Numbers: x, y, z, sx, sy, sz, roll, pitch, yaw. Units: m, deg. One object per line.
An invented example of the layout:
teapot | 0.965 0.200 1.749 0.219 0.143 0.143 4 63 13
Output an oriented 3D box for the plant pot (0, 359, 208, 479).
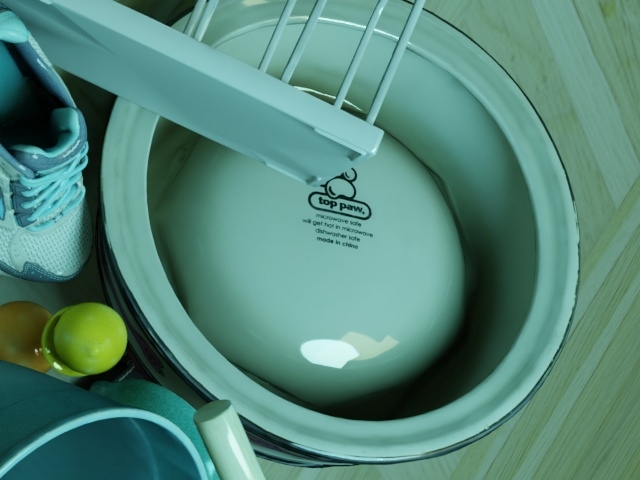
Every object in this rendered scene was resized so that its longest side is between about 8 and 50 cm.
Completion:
plant pot | -0.259 0.194 1.165 0.272 0.255 0.271 -31 131 -42

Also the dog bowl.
dog bowl | 0.000 0.000 1.409 0.408 0.408 0.150 -45 180 -30

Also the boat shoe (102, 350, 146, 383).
boat shoe | -0.156 0.107 1.526 0.206 0.075 0.065 -31 88 -34

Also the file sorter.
file sorter | -0.074 -0.181 1.227 0.173 0.278 0.193 -66 -171 -9

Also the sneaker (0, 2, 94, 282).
sneaker | -0.214 -0.058 1.204 0.110 0.122 0.283 -52 143 -25

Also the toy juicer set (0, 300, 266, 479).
toy juicer set | -0.122 0.135 1.273 0.089 0.329 0.209 -40 136 -41
